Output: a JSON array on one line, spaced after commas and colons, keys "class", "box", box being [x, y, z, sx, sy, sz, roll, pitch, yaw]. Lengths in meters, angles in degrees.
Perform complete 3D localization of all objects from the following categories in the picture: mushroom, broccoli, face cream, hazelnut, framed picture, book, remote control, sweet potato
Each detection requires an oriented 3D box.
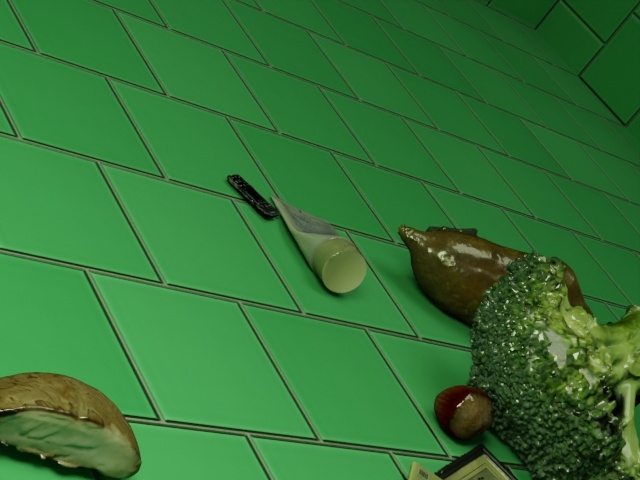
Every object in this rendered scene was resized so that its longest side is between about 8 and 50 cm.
[{"class": "mushroom", "box": [-0.263, 0.171, 1.387, 0.210, 0.072, 0.094, 22, 18, -34]}, {"class": "broccoli", "box": [0.376, 0.152, 2.063, 0.397, 0.275, 0.353, -54, 126, -35]}, {"class": "face cream", "box": [0.000, 0.000, 2.152, 0.114, 0.070, 0.224, 26, 13, -29]}, {"class": "hazelnut", "box": [0.195, 0.234, 1.965, 0.086, 0.086, 0.086, 32, 23, -15]}, {"class": "framed picture", "box": [0.246, 0.358, 1.879, 0.199, 0.010, 0.195, 45, 23, 16]}, {"class": "book", "box": [0.134, 0.327, 1.756, 0.077, 0.014, 0.111, 35, 29, -7]}, {"class": "remote control", "box": [-0.103, -0.065, 2.160, 0.096, 0.014, 0.039, 44, 23, 18]}, {"class": "sweet potato", "box": [0.273, 0.074, 2.298, 0.370, 0.158, 0.158, 17, 29, -21]}]

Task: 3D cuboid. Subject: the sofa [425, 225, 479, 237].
[{"class": "sofa", "box": [0.241, 0.018, 2.462, 0.147, 0.060, 0.085, 6, 39, -53]}]

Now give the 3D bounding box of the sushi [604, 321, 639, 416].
[{"class": "sushi", "box": [0.459, 0.218, 2.314, 0.126, 0.136, 0.225, 50, 19, 6]}]
